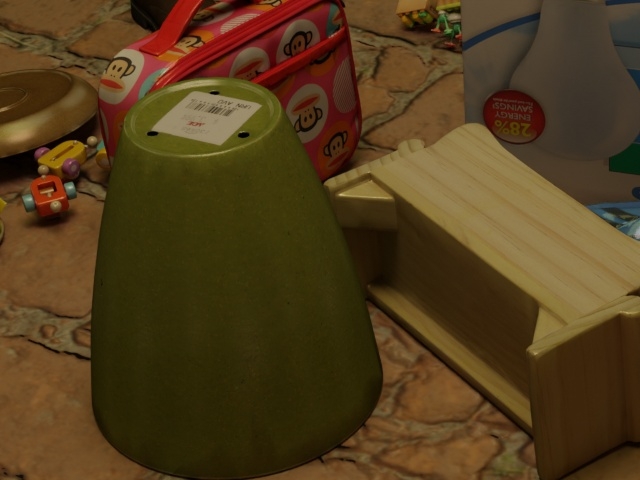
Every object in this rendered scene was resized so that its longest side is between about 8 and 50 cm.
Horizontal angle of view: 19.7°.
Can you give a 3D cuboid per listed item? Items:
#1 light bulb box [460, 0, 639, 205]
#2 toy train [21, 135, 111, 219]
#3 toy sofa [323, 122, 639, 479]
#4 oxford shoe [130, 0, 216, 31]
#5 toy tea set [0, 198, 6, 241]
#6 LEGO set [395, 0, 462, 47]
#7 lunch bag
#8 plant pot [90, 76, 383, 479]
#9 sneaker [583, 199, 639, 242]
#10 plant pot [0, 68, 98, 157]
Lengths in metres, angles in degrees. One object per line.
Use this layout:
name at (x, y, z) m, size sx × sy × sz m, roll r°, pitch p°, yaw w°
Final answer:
light bulb box at (0.337, -0.225, 1.882) m, size 0.358 × 0.361 × 0.225 m, roll 8°, pitch 38°, yaw 19°
toy train at (-0.251, -0.069, 2.019) m, size 0.166 × 0.046 × 0.125 m, roll -19°, pitch 37°, yaw -14°
toy sofa at (0.169, 0.045, 1.689) m, size 0.177 × 0.150 × 0.362 m, roll -24°, pitch 38°, yaw -22°
oxford shoe at (-0.173, -0.296, 2.300) m, size 0.083 × 0.096 × 0.227 m, roll -26°, pitch 40°, yaw -30°
toy tea set at (-0.496, -0.076, 1.956) m, size 0.336 × 0.124 × 0.200 m, roll 32°, pitch 49°, yaw 31°
LEGO set at (0.230, -0.260, 2.218) m, size 0.287 × 0.107 × 0.132 m, roll -4°, pitch -1°, yaw 10°
lunch bag at (-0.093, -0.149, 1.920) m, size 0.120 × 0.258 × 0.293 m, roll 24°, pitch 44°, yaw 39°
plant pot at (-0.090, 0.013, 1.647) m, size 0.274 × 0.293 × 0.275 m, roll -4°, pitch 33°, yaw 3°
sneaker at (0.303, 0.008, 1.801) m, size 0.209 × 0.069 × 0.082 m, roll -10°, pitch 38°, yaw -7°
plant pot at (-0.372, -0.150, 2.128) m, size 0.236 × 0.032 × 0.236 m, roll -10°, pitch 25°, yaw 5°
